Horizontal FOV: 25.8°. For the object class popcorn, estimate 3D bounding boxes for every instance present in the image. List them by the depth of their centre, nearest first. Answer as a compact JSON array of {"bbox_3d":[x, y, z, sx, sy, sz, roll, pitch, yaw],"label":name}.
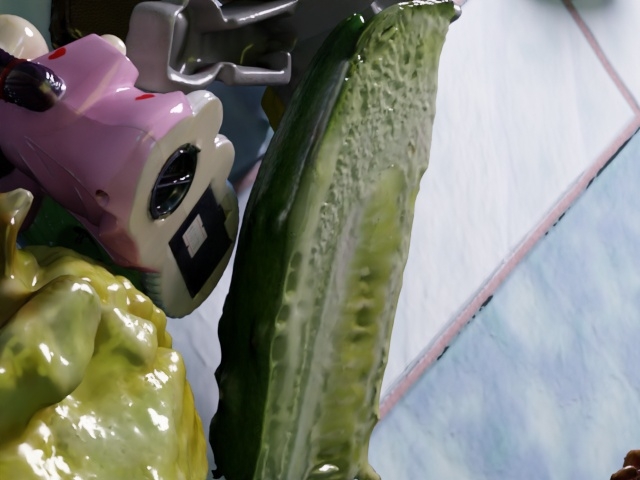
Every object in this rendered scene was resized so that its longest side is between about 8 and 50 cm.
[{"bbox_3d":[-0.168,0.115,0.705,0.224,0.258,0.270,1,80,-6],"label":"popcorn"}]

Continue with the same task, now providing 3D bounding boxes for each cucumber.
[{"bbox_3d":[-0.003,-0.001,0.881,0.145,0.105,0.325,-1,108,-44],"label":"cucumber"}]

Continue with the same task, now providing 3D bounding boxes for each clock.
[{"bbox_3d":[-0.152,-0.049,0.800,0.195,0.194,0.100,26,67,16],"label":"clock"}]

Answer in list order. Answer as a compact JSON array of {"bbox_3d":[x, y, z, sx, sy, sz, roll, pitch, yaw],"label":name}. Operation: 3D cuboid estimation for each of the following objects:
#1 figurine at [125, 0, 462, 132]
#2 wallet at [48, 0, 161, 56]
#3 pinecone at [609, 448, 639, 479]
[{"bbox_3d":[-0.027,-0.217,0.936,0.285,0.167,0.343,52,28,-44],"label":"figurine"},{"bbox_3d":[-0.134,-0.214,0.979,0.110,0.031,0.198,11,69,-35],"label":"wallet"},{"bbox_3d":[0.295,0.234,1.087,0.173,0.173,0.174,12,69,-34],"label":"pinecone"}]
